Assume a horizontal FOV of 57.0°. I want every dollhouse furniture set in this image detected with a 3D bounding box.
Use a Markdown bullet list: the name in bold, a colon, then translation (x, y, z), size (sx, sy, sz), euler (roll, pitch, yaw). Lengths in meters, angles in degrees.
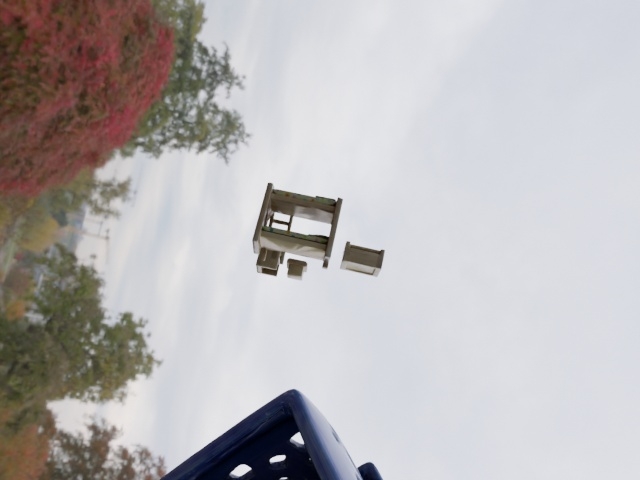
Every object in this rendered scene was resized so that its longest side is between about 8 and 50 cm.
- **dollhouse furniture set**: translation (0.000, 0.000, 0.891), size (0.161, 0.182, 0.101), euler (101, 1, -70)

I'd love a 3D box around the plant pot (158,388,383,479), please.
- **plant pot**: translation (-0.024, 0.324, 0.559), size (0.236, 0.212, 0.236), euler (-38, -139, 5)
